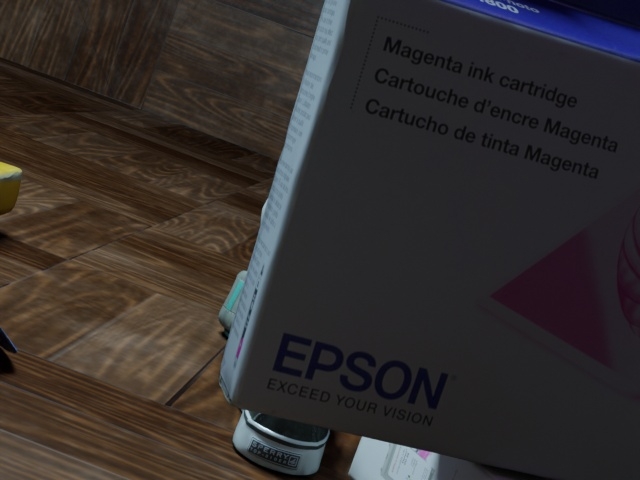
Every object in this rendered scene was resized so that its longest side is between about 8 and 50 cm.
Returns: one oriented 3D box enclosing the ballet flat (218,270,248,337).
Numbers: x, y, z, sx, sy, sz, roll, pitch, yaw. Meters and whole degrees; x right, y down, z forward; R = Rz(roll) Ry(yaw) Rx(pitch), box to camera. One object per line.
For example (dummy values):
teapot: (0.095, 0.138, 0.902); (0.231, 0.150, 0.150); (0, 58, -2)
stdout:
ballet flat: (0.003, 0.064, 1.294); (0.072, 0.068, 0.213); (25, 9, 42)

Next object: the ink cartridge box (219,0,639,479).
ink cartridge box: (0.142, -0.032, 0.830); (0.324, 0.330, 0.071); (14, 10, -14)

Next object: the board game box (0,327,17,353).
board game box: (-0.256, 0.015, 0.921); (0.133, 0.033, 0.169); (33, -23, 38)

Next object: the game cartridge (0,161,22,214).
game cartridge: (-0.407, -0.065, 1.162); (0.285, 0.053, 0.324); (17, 8, 2)

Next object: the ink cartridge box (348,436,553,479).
ink cartridge box: (0.098, 0.150, 0.926); (0.115, 0.067, 0.198); (16, 10, -27)

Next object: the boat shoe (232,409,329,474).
boat shoe: (-0.016, 0.094, 1.014); (0.077, 0.070, 0.219); (19, 7, -7)

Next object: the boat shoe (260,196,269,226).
boat shoe: (0.001, -0.002, 1.631); (0.103, 0.118, 0.320); (16, 2, 22)
